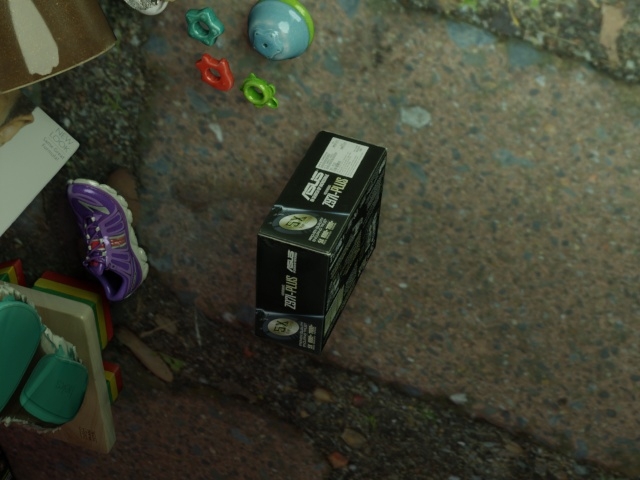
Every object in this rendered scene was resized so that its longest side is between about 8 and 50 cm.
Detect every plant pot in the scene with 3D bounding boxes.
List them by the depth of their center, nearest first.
[{"bbox_3d":[-0.341,-0.274,1.395,0.215,0.215,0.230,-5,112,32],"label":"plant pot"}]

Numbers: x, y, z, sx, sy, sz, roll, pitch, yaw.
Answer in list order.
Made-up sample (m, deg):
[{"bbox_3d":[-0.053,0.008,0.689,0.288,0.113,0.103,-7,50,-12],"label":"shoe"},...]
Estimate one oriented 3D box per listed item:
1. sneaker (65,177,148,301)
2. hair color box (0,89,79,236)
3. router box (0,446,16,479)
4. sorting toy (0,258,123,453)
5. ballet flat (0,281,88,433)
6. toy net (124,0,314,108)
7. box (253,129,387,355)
[{"bbox_3d":[-0.257,0.001,1.670,0.068,0.071,0.170,-3,126,30],"label":"sneaker"},{"bbox_3d":[-0.432,-0.049,1.525,0.185,0.339,0.110,43,133,-12],"label":"hair color box"},{"bbox_3d":[-0.507,0.377,2.101,0.038,0.122,0.092,3,130,20],"label":"router box"},{"bbox_3d":[-0.384,0.133,1.842,0.255,0.089,0.257,14,134,17],"label":"sorting toy"},{"bbox_3d":[-0.373,0.134,1.568,0.147,0.147,0.409,21,164,11],"label":"ballet flat"},{"bbox_3d":[-0.124,-0.229,1.416,0.232,0.045,0.122,30,138,3],"label":"toy net"},{"bbox_3d":[0.000,0.000,1.451,0.077,0.180,0.147,17,135,13],"label":"box"}]
